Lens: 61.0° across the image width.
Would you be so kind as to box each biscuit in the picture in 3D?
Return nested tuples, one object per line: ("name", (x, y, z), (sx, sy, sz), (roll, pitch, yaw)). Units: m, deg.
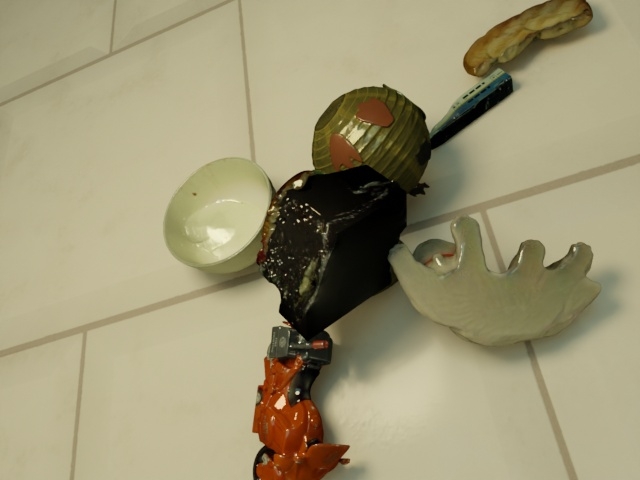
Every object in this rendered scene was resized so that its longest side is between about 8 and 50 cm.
("biscuit", (0.452, -0.463, 1.219), (0.298, 0.045, 0.154), (-25, 37, 8))

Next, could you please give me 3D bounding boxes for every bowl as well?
("bowl", (-0.208, -0.039, 1.246), (0.276, 0.145, 0.277), (-10, 60, 17))

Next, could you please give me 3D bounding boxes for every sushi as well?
("sushi", (0.000, -0.001, 0.962), (0.215, 0.227, 0.212), (-31, 53, -29))

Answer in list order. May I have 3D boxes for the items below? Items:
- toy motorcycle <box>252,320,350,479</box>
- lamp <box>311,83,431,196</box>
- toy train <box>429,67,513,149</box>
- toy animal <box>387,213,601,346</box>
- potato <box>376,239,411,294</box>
("toy motorcycle", (-0.040, 0.307, 1.002), (0.221, 0.147, 0.326), (-13, 64, 43))
("lamp", (0.116, -0.169, 1.103), (0.250, 0.284, 0.250), (-40, 25, 24))
("toy train", (0.318, -0.286, 1.203), (0.233, 0.052, 0.051), (-37, 53, 3))
("toy animal", (0.308, 0.071, 0.980), (0.307, 0.188, 0.266), (-30, 79, -3))
("potato", (0.061, 0.005, 1.131), (0.255, 0.112, 0.270), (7, 70, 26))
